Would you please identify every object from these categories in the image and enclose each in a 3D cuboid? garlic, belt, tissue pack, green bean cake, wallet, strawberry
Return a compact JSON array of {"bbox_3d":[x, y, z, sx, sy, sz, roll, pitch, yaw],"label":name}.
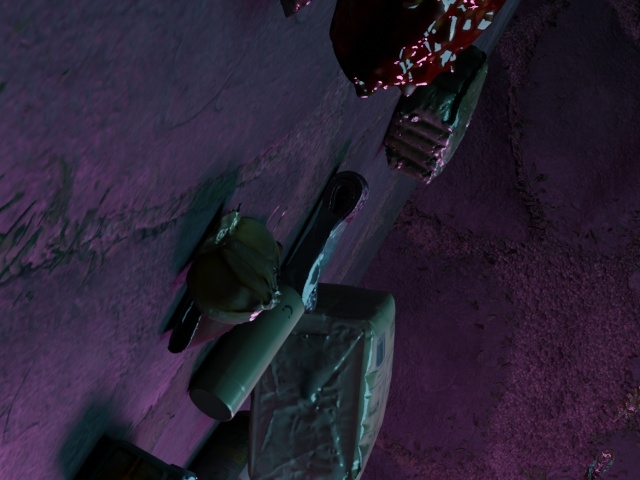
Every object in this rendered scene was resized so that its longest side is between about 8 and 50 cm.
[{"bbox_3d":[-0.079,0.031,0.983,0.113,0.094,0.074,-51,-174,-26],"label":"garlic"},{"bbox_3d":[0.000,0.000,1.541,0.232,0.071,0.053,-64,166,8],"label":"belt"},{"bbox_3d":[0.009,0.239,1.763,0.380,0.207,0.297,-16,113,-81],"label":"tissue pack"},{"bbox_3d":[0.214,-0.241,1.877,0.223,0.124,0.227,-56,167,-38],"label":"green bean cake"},{"bbox_3d":[-0.101,0.052,1.140,0.137,0.031,0.255,-60,173,5],"label":"wallet"},{"bbox_3d":[0.101,-0.236,0.665,0.306,0.137,0.234,124,-22,-59],"label":"strawberry"}]

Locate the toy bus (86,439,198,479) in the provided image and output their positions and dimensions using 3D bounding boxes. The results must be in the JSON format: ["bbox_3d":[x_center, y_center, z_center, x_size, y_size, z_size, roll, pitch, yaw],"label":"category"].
[{"bbox_3d":[-0.191,0.279,1.115,0.091,0.109,0.262,-60,175,-18],"label":"toy bus"}]

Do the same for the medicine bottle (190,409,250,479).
[{"bbox_3d":[-0.173,0.442,1.845,0.274,0.133,0.133,-52,169,-47],"label":"medicine bottle"}]

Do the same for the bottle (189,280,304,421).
[{"bbox_3d":[-0.099,0.149,1.400,0.201,0.072,0.072,-56,172,-35],"label":"bottle"}]

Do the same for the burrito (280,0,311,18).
[{"bbox_3d":[0.006,-0.228,0.665,0.058,0.045,0.188,-88,-164,-49],"label":"burrito"}]
